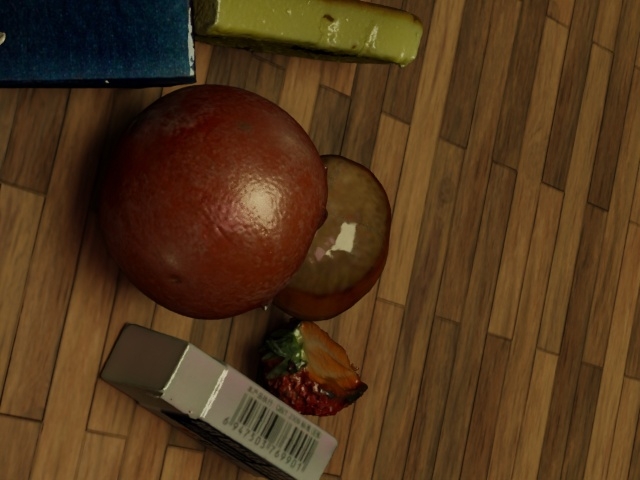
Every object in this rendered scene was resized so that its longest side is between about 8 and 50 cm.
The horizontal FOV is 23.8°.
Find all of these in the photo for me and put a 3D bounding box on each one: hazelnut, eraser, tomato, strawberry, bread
[{"bbox_3d":[0.000,0.000,1.898,0.214,0.176,0.214,-59,170,-17],"label":"hazelnut"},{"bbox_3d":[-0.117,0.202,1.830,0.287,0.130,0.086,39,69,-40],"label":"eraser"},{"bbox_3d":[-0.127,-0.049,1.713,0.265,0.265,0.264,-4,95,-44],"label":"tomato"},{"bbox_3d":[-0.017,0.170,1.951,0.140,0.085,0.192,54,16,-1],"label":"strawberry"},{"bbox_3d":[-0.035,-0.267,1.870,0.361,0.138,0.077,3,93,-44],"label":"bread"}]

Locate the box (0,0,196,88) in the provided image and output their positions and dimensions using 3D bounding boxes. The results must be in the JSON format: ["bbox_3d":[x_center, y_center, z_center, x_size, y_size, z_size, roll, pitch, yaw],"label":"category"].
[{"bbox_3d":[-0.276,-0.296,1.646,0.279,0.116,0.261,-6,94,-43],"label":"box"}]

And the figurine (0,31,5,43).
[{"bbox_3d":[-0.453,-0.127,1.408,0.227,0.274,0.394,31,90,-25],"label":"figurine"}]
